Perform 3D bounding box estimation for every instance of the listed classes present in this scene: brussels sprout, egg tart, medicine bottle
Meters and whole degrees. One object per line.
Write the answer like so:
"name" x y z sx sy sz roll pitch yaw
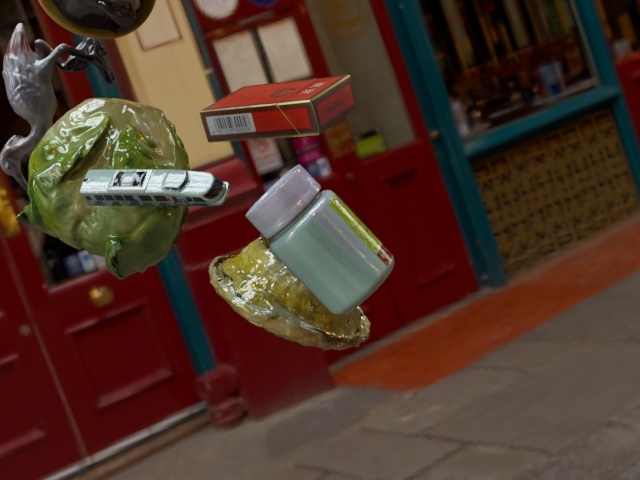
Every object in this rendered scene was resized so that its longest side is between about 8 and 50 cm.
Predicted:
"brussels sprout" -0.336 -0.089 1.713 0.259 0.294 0.227 9 -4 8
"egg tart" -0.045 0.087 2.089 0.132 0.345 0.345 -65 -6 14
"medicine bottle" 0.000 0.000 1.708 0.139 0.225 0.139 -43 9 8

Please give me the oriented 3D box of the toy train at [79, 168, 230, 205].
"toy train" -0.220 -0.070 1.418 0.207 0.047 0.043 2 55 21

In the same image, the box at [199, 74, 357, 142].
"box" -0.075 -0.236 1.914 0.240 0.074 0.153 0 20 31

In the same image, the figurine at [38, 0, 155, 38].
"figurine" -0.308 -0.414 1.596 0.257 0.192 0.167 -23 -13 37

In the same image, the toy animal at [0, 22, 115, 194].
"toy animal" -0.513 -0.252 1.921 0.324 0.195 0.090 -60 11 -8
